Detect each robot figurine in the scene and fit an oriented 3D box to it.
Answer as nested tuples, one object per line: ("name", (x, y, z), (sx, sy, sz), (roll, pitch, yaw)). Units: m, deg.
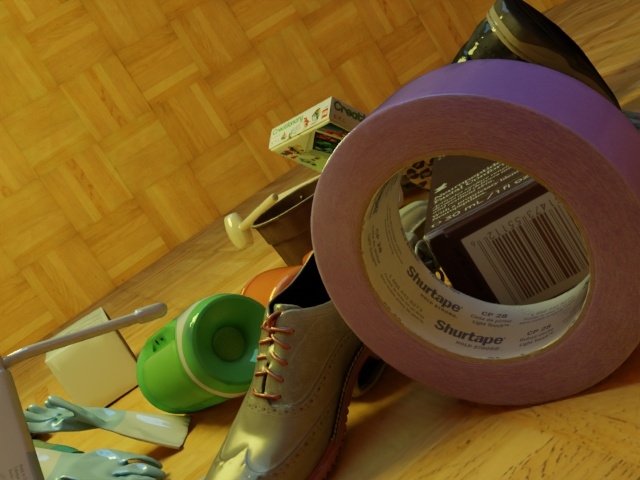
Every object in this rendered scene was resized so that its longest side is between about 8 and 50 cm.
("robot figurine", (-0.036, 0.096, 1.074), (0.128, 0.158, 0.219), (-8, -1, -27))

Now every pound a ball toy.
("pound a ball toy", (-0.017, -0.044, 1.555), (0.208, 0.136, 0.319), (-21, 0, -38))

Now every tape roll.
("tape roll", (0.133, -0.002, 0.651), (0.275, 0.275, 0.090), (-24, 15, 37))

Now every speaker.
("speaker", (-0.156, 0.154, 1.044), (0.131, 0.131, 0.296), (-39, 2, -30))

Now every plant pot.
("plant pot", (0.000, 0.000, 1.287), (0.167, 0.165, 0.167), (-30, 11, 7))

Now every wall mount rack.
("wall mount rack", (-0.284, 0.222, 0.856), (0.304, 0.350, 0.130), (-27, -16, 10))

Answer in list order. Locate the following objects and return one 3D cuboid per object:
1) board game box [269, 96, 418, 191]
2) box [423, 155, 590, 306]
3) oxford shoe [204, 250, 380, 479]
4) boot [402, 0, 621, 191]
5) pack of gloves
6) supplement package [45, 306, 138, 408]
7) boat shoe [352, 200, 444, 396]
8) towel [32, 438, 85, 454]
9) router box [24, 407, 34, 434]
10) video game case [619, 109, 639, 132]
("board game box", (0.078, -0.173, 1.576), (0.193, 0.305, 0.053), (-18, 58, 49))
("box", (0.240, -0.051, 0.935), (0.191, 0.143, 0.381), (-30, 9, 17))
("oxford shoe", (-0.035, 0.127, 0.774), (0.123, 0.130, 0.348), (1, 49, 39))
("boot", (0.272, -0.190, 1.206), (0.284, 0.138, 0.377), (-41, -28, 26))
("pack of gloves", (-0.295, 0.246, 1.015), (0.232, 0.046, 0.195), (5, 15, 2))
("supplement package", (-0.442, 0.231, 1.556), (0.134, 0.139, 0.244), (-34, 11, -14))
("boat shoe", (0.087, 0.068, 0.938), (0.089, 0.104, 0.285), (2, 50, 48))
("towel", (-0.524, 0.416, 1.259), (0.271, 0.040, 0.370), (-38, 10, -31))
("router box", (-0.610, 0.390, 1.504), (0.179, 0.046, 0.133), (-37, -2, -25))
("video game case", (0.359, -0.086, 0.747), (0.193, 0.023, 0.212), (11, 20, 5))
